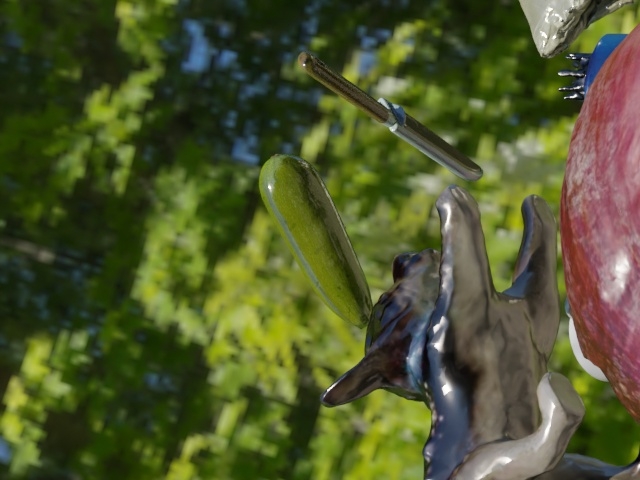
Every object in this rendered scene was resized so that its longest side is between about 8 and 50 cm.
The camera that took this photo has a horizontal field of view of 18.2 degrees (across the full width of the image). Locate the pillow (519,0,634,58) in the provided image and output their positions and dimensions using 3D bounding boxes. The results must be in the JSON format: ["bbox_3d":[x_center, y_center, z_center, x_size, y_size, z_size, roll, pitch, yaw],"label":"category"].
[{"bbox_3d":[0.275,-0.308,2.265,0.078,0.134,0.181,20,-139,-32],"label":"pillow"}]

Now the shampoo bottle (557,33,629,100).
[{"bbox_3d":[0.300,-0.143,1.773,0.050,0.183,0.087,44,-123,-53],"label":"shampoo bottle"}]

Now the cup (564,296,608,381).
[{"bbox_3d":[0.329,0.076,2.100,0.136,0.133,0.099,50,-127,-14],"label":"cup"}]

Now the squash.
[{"bbox_3d":[0.000,0.000,2.055,0.066,0.066,0.201,-36,-81,-42],"label":"squash"}]

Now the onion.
[{"bbox_3d":[0.181,0.011,0.988,0.283,0.120,0.227,-76,-29,-44],"label":"onion"}]

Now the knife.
[{"bbox_3d":[0.088,-0.141,2.281,0.027,0.061,0.343,-43,-47,17],"label":"knife"}]

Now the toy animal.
[{"bbox_3d":[0.133,0.154,1.923,0.194,0.344,0.302,12,-46,-43],"label":"toy animal"}]
